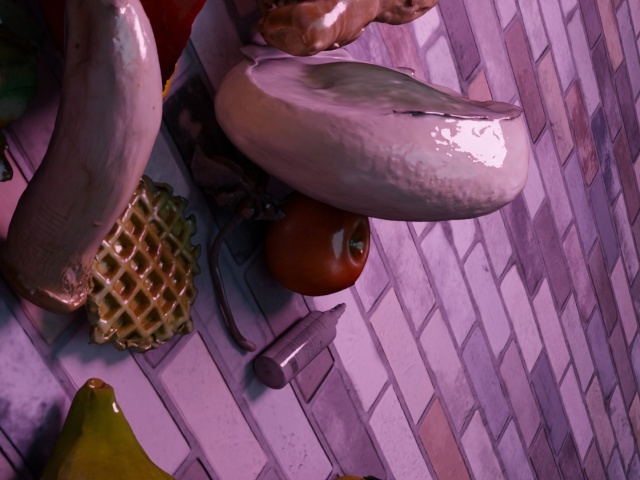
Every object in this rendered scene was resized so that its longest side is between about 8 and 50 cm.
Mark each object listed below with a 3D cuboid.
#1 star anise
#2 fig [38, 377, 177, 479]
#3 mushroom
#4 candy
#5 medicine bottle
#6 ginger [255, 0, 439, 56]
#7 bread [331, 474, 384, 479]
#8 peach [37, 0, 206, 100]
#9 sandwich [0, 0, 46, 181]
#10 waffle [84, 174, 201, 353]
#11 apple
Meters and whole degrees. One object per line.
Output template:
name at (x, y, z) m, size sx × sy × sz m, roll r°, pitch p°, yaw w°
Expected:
star anise at (-0.121, 0.007, 1.318) m, size 0.227 × 0.218 × 0.148 m, roll -55°, pitch -173°, yaw 21°
fig at (-0.238, 0.286, 1.060) m, size 0.206 × 0.206 × 0.275 m, roll 9°, pitch 59°, yaw -54°
mushroom at (-0.233, -0.081, 0.958) m, size 0.351 × 0.122 × 0.095 m, roll -67°, pitch 171°, yaw 28°
candy at (0.061, -0.141, 1.296) m, size 0.426 × 0.386 × 0.186 m, roll 3°, pitch 115°, yaw -37°
medicine bottle at (-0.017, 0.142, 1.431) m, size 0.199 × 0.057 × 0.058 m, roll -40°, pitch 123°, yaw -46°
ginger at (0.030, -0.360, 1.327) m, size 0.375 × 0.256 × 0.176 m, roll -48°, pitch 158°, yaw -38°
bread at (-0.008, 0.457, 1.332) m, size 0.376 × 0.208 × 0.251 m, roll -6°, pitch 104°, yaw -53°
peach at (-0.201, -0.304, 1.033) m, size 0.201 × 0.257 × 0.362 m, roll 24°, pitch 80°, yaw -17°
sandwich at (-0.362, -0.106, 0.863) m, size 0.250 × 0.162 × 0.301 m, roll 17°, pitch 75°, yaw -49°
waffle at (-0.214, 0.027, 1.159) m, size 0.207 × 0.054 × 0.214 m, roll -2°, pitch 91°, yaw -57°
apple at (0.000, 0.000, 1.377) m, size 0.163 × 0.139 × 0.164 m, roll 0°, pitch 91°, yaw -53°
